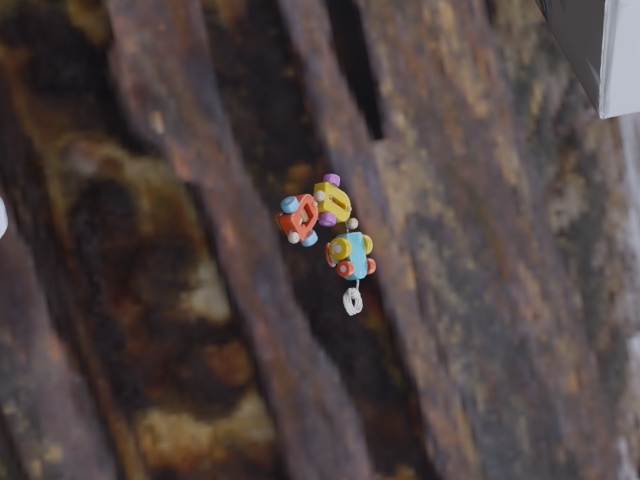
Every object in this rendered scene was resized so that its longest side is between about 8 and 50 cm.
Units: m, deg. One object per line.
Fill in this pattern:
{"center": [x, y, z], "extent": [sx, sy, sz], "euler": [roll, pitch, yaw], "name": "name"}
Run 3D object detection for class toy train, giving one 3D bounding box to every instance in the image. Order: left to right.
{"center": [0.000, 0.000, 1.985], "extent": [0.166, 0.046, 0.125], "euler": [59, 39, -32], "name": "toy train"}

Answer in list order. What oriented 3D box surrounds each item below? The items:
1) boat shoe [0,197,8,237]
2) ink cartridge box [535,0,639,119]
{"center": [-0.446, -0.019, 2.123], "extent": [0.302, 0.109, 0.094], "euler": [-80, 154, -68], "name": "boat shoe"}
{"center": [0.244, -0.253, 1.242], "extent": [0.270, 0.198, 0.197], "euler": [-108, -169, -45], "name": "ink cartridge box"}
